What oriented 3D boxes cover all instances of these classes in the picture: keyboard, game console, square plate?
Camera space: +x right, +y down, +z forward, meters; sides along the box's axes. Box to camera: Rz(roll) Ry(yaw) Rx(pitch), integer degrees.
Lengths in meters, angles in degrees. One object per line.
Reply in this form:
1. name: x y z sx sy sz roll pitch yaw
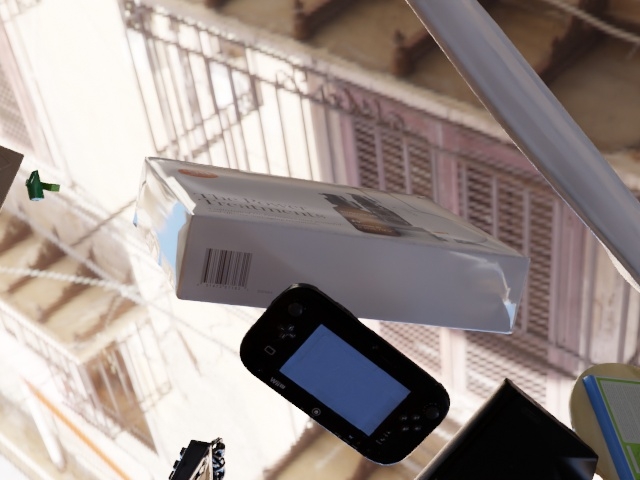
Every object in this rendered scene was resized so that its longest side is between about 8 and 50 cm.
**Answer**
1. keyboard: -0.109 0.216 0.918 0.023 0.180 0.108 26 -120 10
2. game console: 0.075 0.187 1.059 0.213 0.361 0.044 -50 -168 7
3. square plate: 0.184 -0.113 0.997 0.049 0.347 0.344 -39 -178 11

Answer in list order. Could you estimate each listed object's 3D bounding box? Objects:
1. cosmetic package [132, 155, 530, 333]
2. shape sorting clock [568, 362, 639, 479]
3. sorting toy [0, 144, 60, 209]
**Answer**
1. cosmetic package: 0.000 0.000 1.252 0.377 0.097 0.284 7 -169 -21
2. shape sorting clock: 0.355 0.217 1.191 0.206 0.040 0.206 14 -138 -13
3. sorting toy: -0.194 -0.035 0.643 0.083 0.012 0.062 22 -139 -13
